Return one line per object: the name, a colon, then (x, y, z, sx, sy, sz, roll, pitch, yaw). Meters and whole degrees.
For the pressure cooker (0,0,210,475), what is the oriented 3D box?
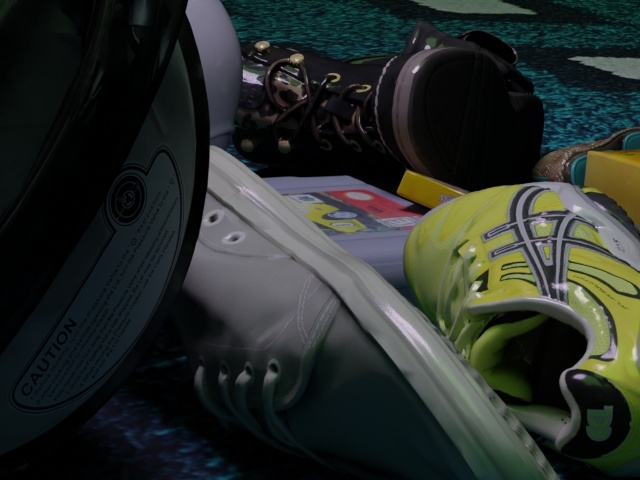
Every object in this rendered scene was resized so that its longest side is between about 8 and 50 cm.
pressure cooker: (-0.273, -0.049, 1.074, 0.376, 0.369, 0.420, -15, 20, -43)

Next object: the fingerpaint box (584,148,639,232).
fingerpaint box: (0.457, 0.042, 1.319, 0.371, 0.163, 0.445, -5, 16, -32)

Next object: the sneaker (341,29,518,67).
sneaker: (0.119, -0.206, 2.268, 0.222, 0.083, 0.118, 3, -31, -6)

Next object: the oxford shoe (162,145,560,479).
oxford shoe: (-0.002, 0.078, 1.163, 0.130, 0.169, 0.449, -42, 37, -9)

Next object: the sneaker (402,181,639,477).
sneaker: (0.141, 0.044, 1.259, 0.147, 0.145, 0.385, 3, 12, -26)

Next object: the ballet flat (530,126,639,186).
ballet flat: (0.287, -0.077, 1.951, 0.067, 0.073, 0.206, 2, 6, 44)

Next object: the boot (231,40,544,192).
boot: (0.040, -0.121, 1.841, 0.284, 0.138, 0.377, 10, 3, 21)

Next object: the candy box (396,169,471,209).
candy box: (0.173, -0.008, 1.605, 0.206, 0.027, 0.105, 24, 2, 30)

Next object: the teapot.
teapot: (-0.169, -0.113, 1.754, 0.256, 0.187, 0.252, -25, -2, -30)

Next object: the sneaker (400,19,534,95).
sneaker: (0.173, -0.152, 2.090, 0.130, 0.109, 0.286, 20, 2, 20)

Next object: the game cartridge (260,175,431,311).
game cartridge: (0.000, 0.000, 1.599, 0.196, 0.060, 0.294, -8, 18, -28)
